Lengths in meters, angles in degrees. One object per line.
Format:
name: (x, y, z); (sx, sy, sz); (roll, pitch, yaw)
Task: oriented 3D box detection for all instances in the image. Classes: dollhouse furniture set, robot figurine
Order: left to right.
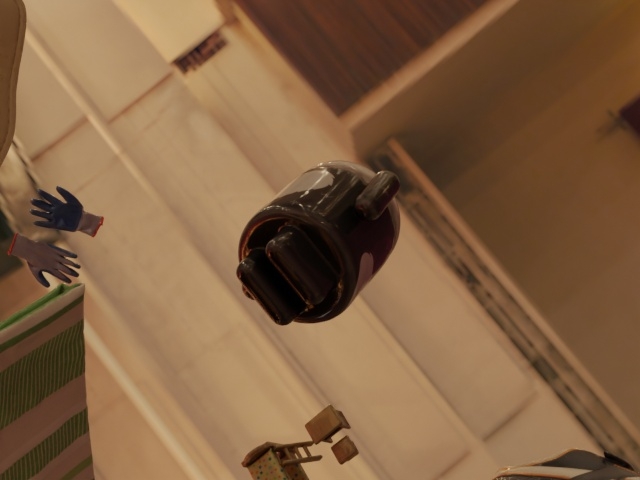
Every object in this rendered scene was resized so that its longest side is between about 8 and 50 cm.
robot figurine: (-0.003, -0.001, 1.634); (0.278, 0.209, 0.173); (-46, -43, -55)
dollhouse furniture set: (-0.003, 0.367, 1.879); (0.161, 0.182, 0.101); (-41, -30, 15)

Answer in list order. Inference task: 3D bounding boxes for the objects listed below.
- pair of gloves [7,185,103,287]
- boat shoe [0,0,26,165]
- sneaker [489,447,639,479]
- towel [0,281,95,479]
pair of gloves: (-0.540, -0.005, 2.526); (0.023, 0.159, 0.198); (12, 77, 63)
boat shoe: (-0.502, -0.206, 1.813); (0.117, 0.324, 0.097); (12, -7, -19)
sneaker: (0.332, 0.298, 1.360); (0.127, 0.321, 0.126); (-64, -21, -66)
towel: (-0.331, 0.233, 1.432); (0.248, 0.038, 0.324); (-42, -45, -61)
